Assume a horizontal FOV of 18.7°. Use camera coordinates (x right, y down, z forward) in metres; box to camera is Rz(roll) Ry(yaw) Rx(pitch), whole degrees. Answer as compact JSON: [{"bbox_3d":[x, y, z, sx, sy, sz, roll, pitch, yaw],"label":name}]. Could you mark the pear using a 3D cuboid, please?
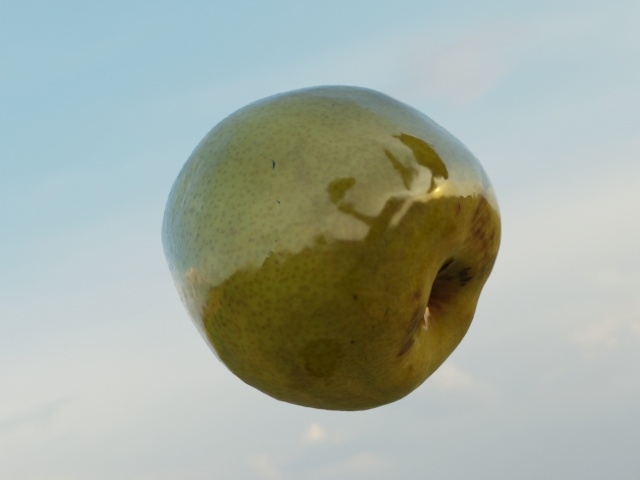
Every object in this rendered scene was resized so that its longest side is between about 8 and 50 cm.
[{"bbox_3d":[0.000,0.000,1.216,0.209,0.209,0.209,-18,-11,-3],"label":"pear"}]
